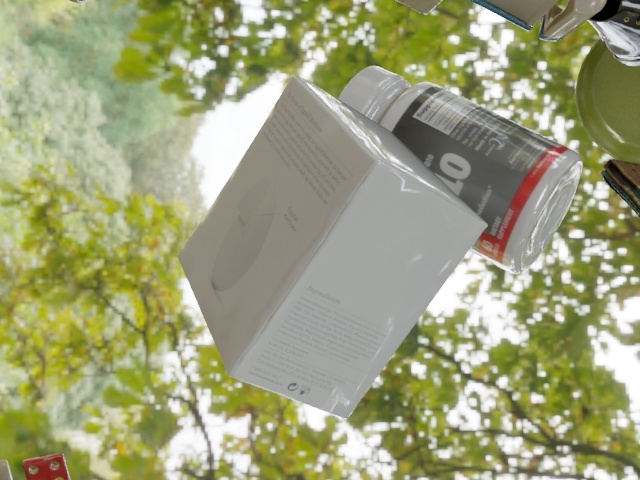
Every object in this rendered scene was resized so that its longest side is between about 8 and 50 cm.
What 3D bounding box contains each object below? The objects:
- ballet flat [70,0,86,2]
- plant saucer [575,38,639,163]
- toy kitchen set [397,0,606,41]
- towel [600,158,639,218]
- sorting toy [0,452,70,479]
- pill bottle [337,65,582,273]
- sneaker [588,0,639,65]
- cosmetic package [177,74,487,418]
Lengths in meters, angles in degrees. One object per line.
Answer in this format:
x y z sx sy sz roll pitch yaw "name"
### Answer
-0.346 -0.453 1.304 0.095 0.096 0.280 -51 153 -54 "ballet flat"
0.489 -0.215 1.407 0.037 0.241 0.240 -57 158 -55 "plant saucer"
0.208 -0.324 1.114 0.122 0.207 0.166 -35 -144 59 "toy kitchen set"
0.503 0.037 1.092 0.040 0.272 0.370 -66 -148 31 "towel"
-0.404 0.322 1.120 0.046 0.275 0.132 -113 -162 -62 "sorting toy"
0.154 -0.092 1.195 0.161 0.283 0.161 -47 154 -30 "pill bottle"
0.428 -0.270 1.187 0.222 0.118 0.083 -6 -112 45 "sneaker"
0.000 0.000 0.921 0.224 0.138 0.224 -57 -149 14 "cosmetic package"
